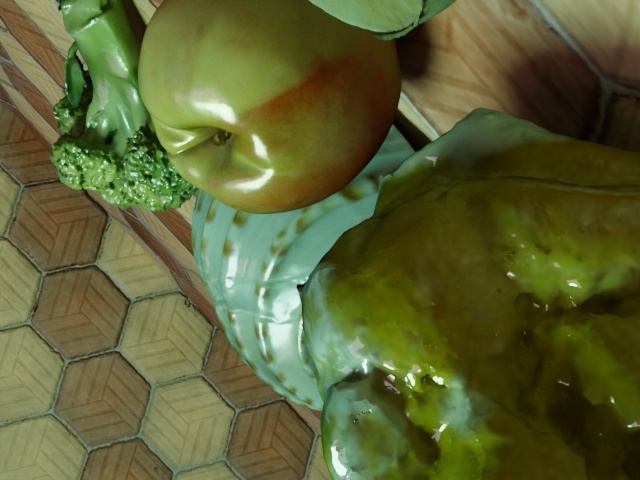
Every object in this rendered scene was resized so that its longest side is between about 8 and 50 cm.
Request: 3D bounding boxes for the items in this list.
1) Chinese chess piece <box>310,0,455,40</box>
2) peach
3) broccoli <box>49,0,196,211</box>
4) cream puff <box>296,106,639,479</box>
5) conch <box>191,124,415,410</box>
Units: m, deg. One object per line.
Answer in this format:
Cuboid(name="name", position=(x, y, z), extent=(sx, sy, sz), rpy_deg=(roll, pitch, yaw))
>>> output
Cuboid(name="Chinese chess piece", position=(0.011, -0.199, 0.523), extent=(0.188, 0.083, 0.188), rpy_deg=(39, 165, 12))
Cuboid(name="peach", position=(-0.030, -0.112, 0.686), extent=(0.184, 0.184, 0.184), rpy_deg=(42, 165, 14))
Cuboid(name="broccoli", position=(-0.238, -0.134, 1.167), extent=(0.254, 0.186, 0.302), rpy_deg=(52, 173, 14))
Cuboid(name="cream puff", position=(0.150, 0.111, 0.577), extent=(0.378, 0.276, 0.378), rpy_deg=(-12, -90, -84))
Cuboid(name="conch", position=(-0.010, 0.010, 0.902), extent=(0.319, 0.215, 0.302), rpy_deg=(27, 146, 49))
